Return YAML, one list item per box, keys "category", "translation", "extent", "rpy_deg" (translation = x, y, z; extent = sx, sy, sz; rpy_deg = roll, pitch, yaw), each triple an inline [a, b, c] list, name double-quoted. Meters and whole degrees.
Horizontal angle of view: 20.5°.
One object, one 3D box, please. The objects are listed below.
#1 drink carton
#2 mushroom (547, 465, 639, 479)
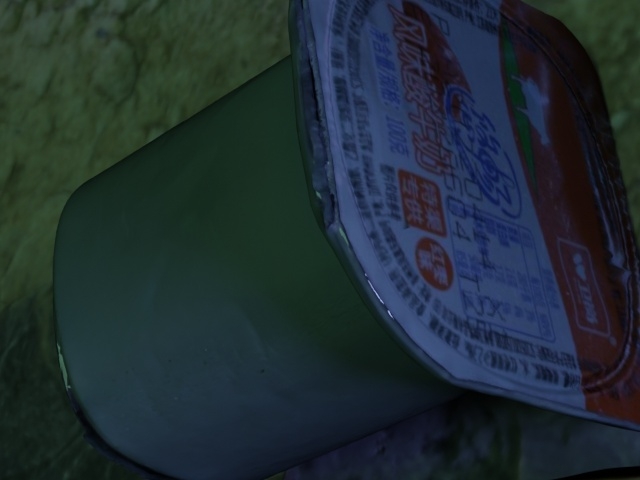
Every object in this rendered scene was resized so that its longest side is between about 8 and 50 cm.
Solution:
- category: "drink carton"
  translation: [0.000, 0.000, 0.708]
  extent: [0.189, 0.191, 0.185]
  rpy_deg: [-23, 63, 39]
- category: "mushroom"
  translation: [0.104, 0.171, 0.567]
  extent: [0.267, 0.189, 0.164]
  rpy_deg: [-14, 94, 5]
